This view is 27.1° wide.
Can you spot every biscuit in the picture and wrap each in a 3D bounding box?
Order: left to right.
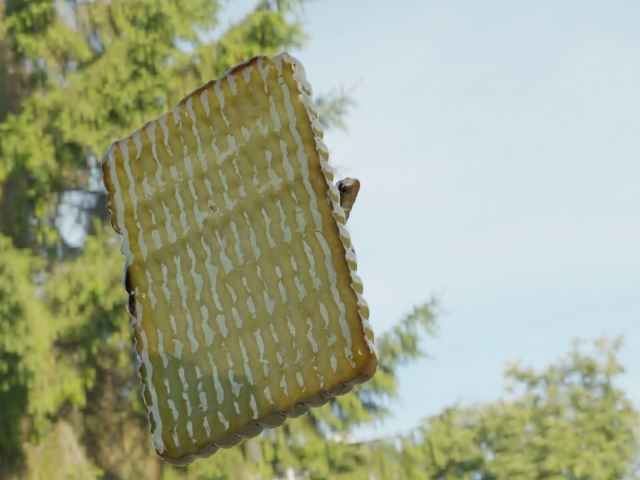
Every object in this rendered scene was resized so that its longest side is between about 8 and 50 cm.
[{"bbox_3d":[-0.059,0.007,0.884,0.172,0.255,0.029,-27,-30,23],"label":"biscuit"}]

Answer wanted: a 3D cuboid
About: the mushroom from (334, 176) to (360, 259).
[{"bbox_3d":[-0.004,-0.002,1.142,0.088,0.130,0.073,17,-11,25],"label":"mushroom"}]
